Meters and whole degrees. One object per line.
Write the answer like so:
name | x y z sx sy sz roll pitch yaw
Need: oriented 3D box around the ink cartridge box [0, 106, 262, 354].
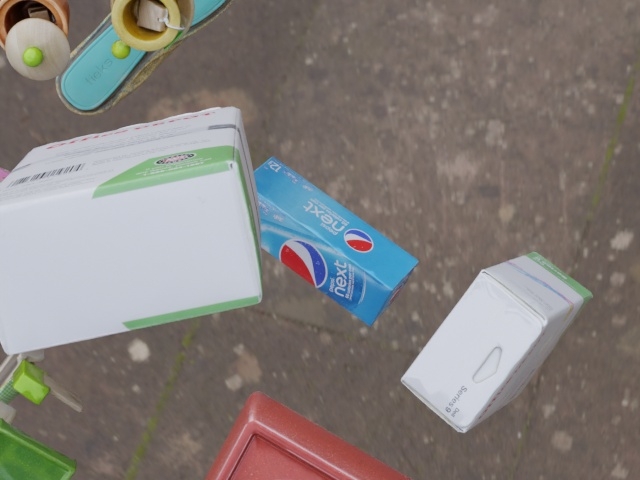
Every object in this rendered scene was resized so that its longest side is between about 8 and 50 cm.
ink cartridge box | -0.121 -0.016 0.852 0.160 0.219 0.092 -12 104 1

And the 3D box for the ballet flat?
ballet flat | -0.227 -0.310 1.816 0.348 0.123 0.123 -42 64 9

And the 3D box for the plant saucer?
plant saucer | -0.037 0.338 1.462 0.258 0.048 0.259 28 87 19

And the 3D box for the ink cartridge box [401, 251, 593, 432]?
ink cartridge box | 0.194 0.104 1.406 0.093 0.212 0.154 38 109 14

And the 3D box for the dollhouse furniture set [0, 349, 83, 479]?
dollhouse furniture set | -0.199 0.122 0.889 0.058 0.151 0.076 37 93 -18

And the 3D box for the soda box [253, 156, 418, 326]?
soda box | 0.000 0.000 1.476 0.210 0.067 0.071 35 41 10

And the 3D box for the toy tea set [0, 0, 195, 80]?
toy tea set | -0.183 -0.276 1.245 0.200 0.336 0.124 29 24 -13

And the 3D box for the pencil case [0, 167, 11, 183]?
pencil case | -0.483 -0.026 1.795 0.386 0.160 0.167 21 104 7
